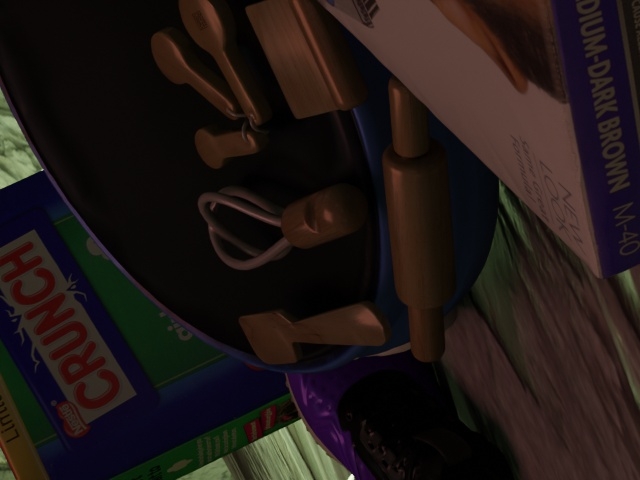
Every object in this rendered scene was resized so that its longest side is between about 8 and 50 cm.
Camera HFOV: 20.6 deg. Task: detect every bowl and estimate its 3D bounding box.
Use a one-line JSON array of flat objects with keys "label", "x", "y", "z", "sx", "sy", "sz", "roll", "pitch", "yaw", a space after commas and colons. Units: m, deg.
[{"label": "bowl", "x": -0.069, "y": -0.094, "z": 1.004, "sx": 0.391, "sy": 0.077, "sz": 0.391, "roll": 35, "pitch": 145, "yaw": 30}]

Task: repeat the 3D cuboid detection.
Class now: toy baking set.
[{"label": "toy baking set", "x": -0.004, "y": -0.024, "z": 0.882, "sx": 0.197, "sy": 0.030, "sz": 0.256, "roll": 27, "pitch": 139, "yaw": 43}]

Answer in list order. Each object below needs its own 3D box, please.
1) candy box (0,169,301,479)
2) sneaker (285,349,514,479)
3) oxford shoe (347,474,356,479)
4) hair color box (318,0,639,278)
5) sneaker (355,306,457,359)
[{"label": "candy box", "x": -0.139, "y": 0.053, "z": 1.442, "sx": 0.268, "sy": 0.317, "sz": 0.122, "roll": 60, "pitch": 170, "yaw": 20}, {"label": "sneaker", "x": 0.075, "y": 0.152, "z": 1.253, "sx": 0.293, "sy": 0.102, "sz": 0.146, "roll": 56, "pitch": 164, "yaw": 17}, {"label": "oxford shoe", "x": 0.134, "y": 0.326, "z": 1.400, "sx": 0.363, "sy": 0.130, "sz": 0.133, "roll": 61, "pitch": -160, "yaw": -7}, {"label": "hair color box", "x": 0.040, "y": -0.157, "z": 0.601, "sx": 0.339, "sy": 0.110, "sz": 0.185, "roll": 49, "pitch": 161, "yaw": 52}, {"label": "sneaker", "x": 0.000, "y": 0.000, "z": 1.203, "sx": 0.292, "sy": 0.108, "sz": 0.169, "roll": -152, "pitch": 41, "yaw": -72}]
